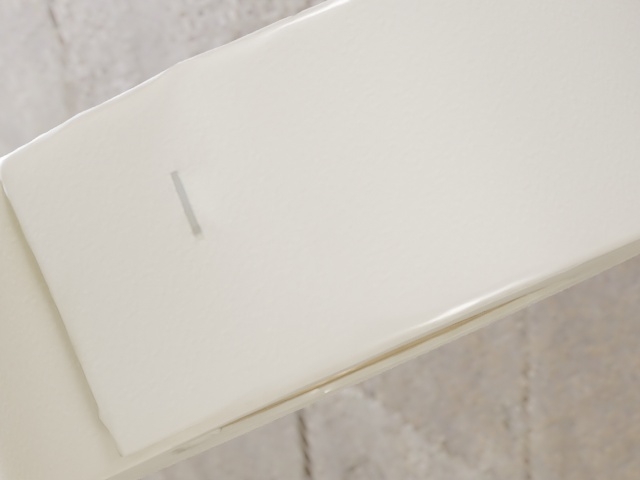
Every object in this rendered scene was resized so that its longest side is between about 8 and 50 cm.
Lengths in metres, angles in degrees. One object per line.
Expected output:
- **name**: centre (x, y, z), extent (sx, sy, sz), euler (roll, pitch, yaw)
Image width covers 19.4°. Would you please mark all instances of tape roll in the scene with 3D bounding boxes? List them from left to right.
- **tape roll**: centre (0.000, 0.000, 0.654), extent (0.286, 0.286, 0.100), euler (-33, 79, 61)
